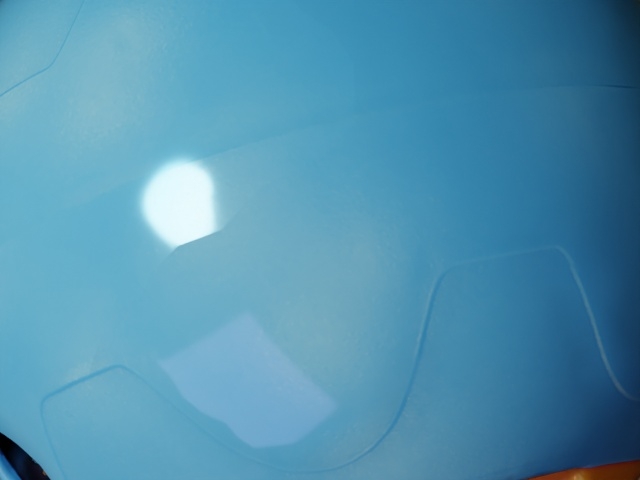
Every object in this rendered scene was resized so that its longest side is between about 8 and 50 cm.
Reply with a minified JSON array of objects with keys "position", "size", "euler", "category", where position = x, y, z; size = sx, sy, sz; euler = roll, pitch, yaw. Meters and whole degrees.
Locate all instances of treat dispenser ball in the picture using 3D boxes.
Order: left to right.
[{"position":[0.000,0.000,0.647],"size":[0.288,0.288,0.288],"euler":[13,137,12],"category":"treat dispenser ball"}]
